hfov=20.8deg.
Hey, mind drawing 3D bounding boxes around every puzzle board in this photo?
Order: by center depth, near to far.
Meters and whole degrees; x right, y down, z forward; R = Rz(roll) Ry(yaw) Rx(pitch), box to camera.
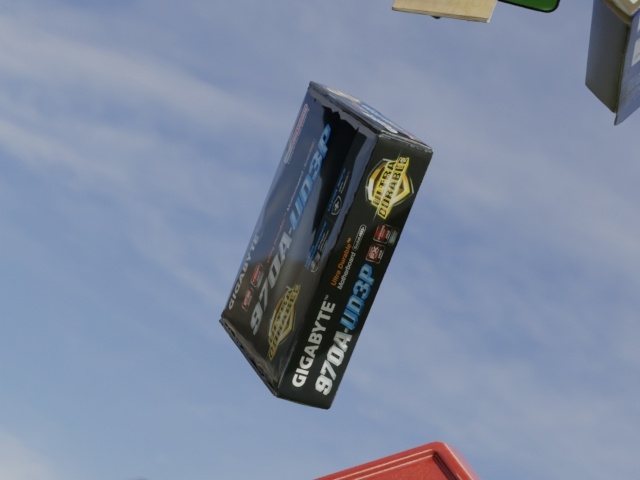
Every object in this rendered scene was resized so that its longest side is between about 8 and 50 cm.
[{"bbox_3d":[0.129,-0.243,1.750,0.096,0.128,0.011,8,-66,9],"label":"puzzle board"}]

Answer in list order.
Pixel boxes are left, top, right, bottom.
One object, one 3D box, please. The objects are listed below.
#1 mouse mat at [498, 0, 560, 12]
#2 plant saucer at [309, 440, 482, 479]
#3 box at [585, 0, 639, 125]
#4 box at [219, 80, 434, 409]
[{"bbox_3d":[0.214,-0.352,1.943,0.152,0.007,0.190,15,-56,3],"label":"mouse mat"},{"bbox_3d":[0.055,0.271,1.505,0.258,0.259,0.048,-129,-152,-56],"label":"plant saucer"},{"bbox_3d":[0.228,-0.155,1.099,0.036,0.136,0.225,47,-4,15],"label":"box"},{"bbox_3d":[0.000,0.000,1.370,0.051,0.220,0.175,17,12,-23],"label":"box"}]
